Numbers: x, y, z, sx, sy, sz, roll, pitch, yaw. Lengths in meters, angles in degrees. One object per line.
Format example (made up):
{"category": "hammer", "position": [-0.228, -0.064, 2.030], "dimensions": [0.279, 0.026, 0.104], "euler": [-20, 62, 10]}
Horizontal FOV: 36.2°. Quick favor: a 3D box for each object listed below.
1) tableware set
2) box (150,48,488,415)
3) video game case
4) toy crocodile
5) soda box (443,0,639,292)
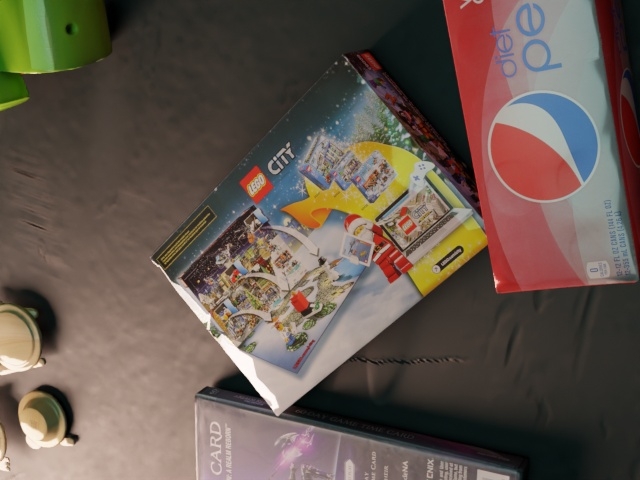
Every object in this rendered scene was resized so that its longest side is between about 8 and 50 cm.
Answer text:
{"category": "tableware set", "position": [-0.300, 0.135, 0.915], "dimensions": [0.141, 0.020, 0.169], "euler": [-9, 99, 27]}
{"category": "box", "position": [0.000, 0.000, 0.710], "dimensions": [0.233, 0.044, 0.159], "euler": [-42, 83, 29]}
{"category": "video game case", "position": [0.022, 0.234, 0.776], "dimensions": [0.274, 0.026, 0.196], "euler": [9, 108, 26]}
{"category": "toy crocodile", "position": [-0.318, -0.142, 0.809], "dimensions": [0.340, 0.105, 0.115], "euler": [-13, 98, 34]}
{"category": "soda box", "position": [0.135, -0.106, 0.590], "dimensions": [0.092, 0.083, 0.263], "euler": [-7, 101, 29]}
